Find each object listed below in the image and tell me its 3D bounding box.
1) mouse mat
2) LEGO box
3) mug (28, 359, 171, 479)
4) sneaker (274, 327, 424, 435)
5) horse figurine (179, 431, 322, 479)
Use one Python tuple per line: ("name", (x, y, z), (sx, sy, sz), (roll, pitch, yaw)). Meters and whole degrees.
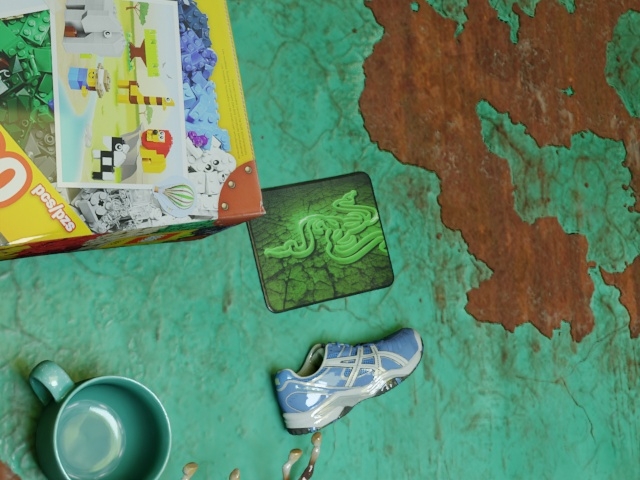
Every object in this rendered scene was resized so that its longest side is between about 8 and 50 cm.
("mouse mat", (0.000, 0.000, 1.547), (0.190, 0.007, 0.152), (-12, 87, -31))
("LEGO box", (-0.301, -0.233, 1.311), (0.373, 0.193, 0.500), (-9, 85, -30))
("mug", (-0.237, 0.197, 1.323), (0.129, 0.097, 0.157), (-9, 84, -30))
("sneaker", (0.038, 0.151, 1.496), (0.211, 0.080, 0.081), (-28, 97, -31))
("horse figurine", (-0.076, 0.318, 1.394), (0.263, 0.066, 0.174), (-9, 112, -38))
